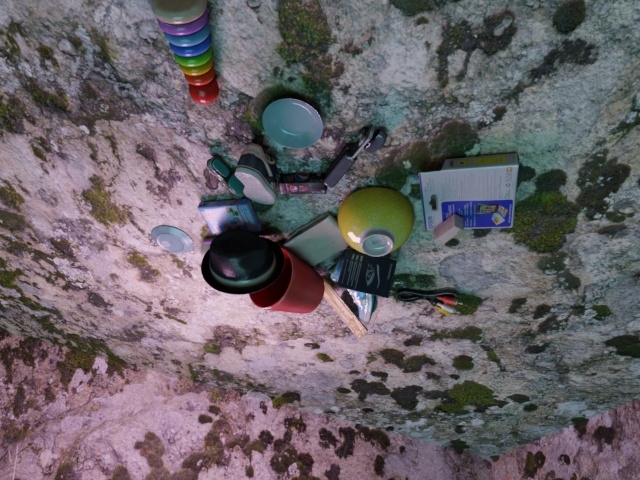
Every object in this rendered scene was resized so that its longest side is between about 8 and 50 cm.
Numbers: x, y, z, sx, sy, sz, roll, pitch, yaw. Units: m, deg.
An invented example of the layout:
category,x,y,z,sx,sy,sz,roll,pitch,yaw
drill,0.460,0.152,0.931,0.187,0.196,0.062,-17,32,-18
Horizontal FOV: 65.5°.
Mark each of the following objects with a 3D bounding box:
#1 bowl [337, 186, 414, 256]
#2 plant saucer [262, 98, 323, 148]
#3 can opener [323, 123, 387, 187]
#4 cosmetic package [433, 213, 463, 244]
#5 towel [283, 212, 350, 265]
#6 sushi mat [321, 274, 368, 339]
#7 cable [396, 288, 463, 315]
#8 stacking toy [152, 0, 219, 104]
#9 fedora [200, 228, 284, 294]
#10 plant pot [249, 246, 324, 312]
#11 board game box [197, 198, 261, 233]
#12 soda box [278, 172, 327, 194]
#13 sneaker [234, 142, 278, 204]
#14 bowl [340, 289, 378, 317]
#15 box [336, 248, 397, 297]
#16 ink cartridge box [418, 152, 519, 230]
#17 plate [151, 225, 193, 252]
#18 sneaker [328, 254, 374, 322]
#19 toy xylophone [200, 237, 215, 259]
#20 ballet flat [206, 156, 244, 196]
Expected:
category,x,y,z,sx,sy,sz,roll,pitch,yaw
bowl,0.203,-0.036,1.809,0.290,0.155,0.289,2,135,2
plant saucer,-0.086,-0.378,1.579,0.195,0.037,0.194,6,140,5
can opener,0.114,-0.268,1.639,0.095,0.075,0.283,25,140,-16
cosmetic package,0.453,-0.038,1.762,0.041,0.060,0.115,23,143,-19
towel,0.000,0.000,2.015,0.187,0.049,0.282,36,134,-30
sushi mat,0.093,0.301,2.216,0.316,0.019,0.151,50,154,12
cable,0.487,0.260,2.203,0.288,0.072,0.139,11,136,0
stacking toy,-0.356,-0.528,1.403,0.141,0.141,0.330,5,148,6
fedora,-0.313,0.056,1.950,0.335,0.333,0.152,5,141,7
plant pot,-0.131,0.191,2.115,0.275,0.274,0.243,-23,145,34
board game box,-0.361,-0.095,1.985,0.212,0.039,0.160,-3,140,15
soda box,-0.061,-0.203,1.774,0.169,0.053,0.060,0,139,12
sneaker,-0.209,-0.226,1.740,0.126,0.127,0.321,14,166,5
bowl,0.178,0.256,2.241,0.170,0.080,0.169,4,112,9
box,0.181,0.128,1.948,0.207,0.153,0.108,14,-179,2
ink cartridge box,0.503,-0.155,1.697,0.308,0.072,0.303,0,142,17
plate,-0.654,0.005,2.185,0.188,0.024,0.188,6,142,5
sneaker,0.134,0.194,2.118,0.209,0.127,0.318,6,111,13
toy xylophone,-0.392,0.115,2.214,0.237,0.081,0.322,1,140,12
ballet flat,-0.344,-0.233,1.806,0.070,0.070,0.188,-14,133,27
